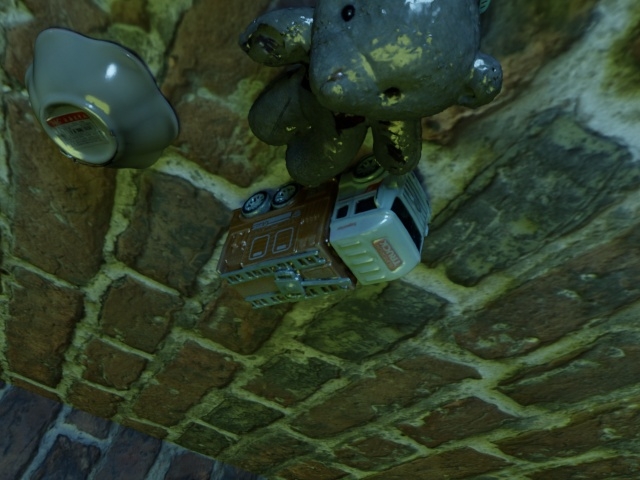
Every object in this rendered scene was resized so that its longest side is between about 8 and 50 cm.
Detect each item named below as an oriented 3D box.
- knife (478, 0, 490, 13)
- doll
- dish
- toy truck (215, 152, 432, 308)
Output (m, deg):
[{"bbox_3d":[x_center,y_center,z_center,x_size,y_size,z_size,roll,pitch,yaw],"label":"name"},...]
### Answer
[{"bbox_3d":[0.172,-0.265,0.468,0.014,0.005,0.091,12,140,2],"label":"knife"},{"bbox_3d":[0.024,-0.157,0.519,0.246,0.158,0.340,46,135,-14],"label":"doll"},{"bbox_3d":[-0.322,-0.169,0.671,0.229,0.081,0.230,9,139,8],"label":"dish"},{"bbox_3d":[0.000,0.000,0.700,0.305,0.162,0.136,-15,131,30],"label":"toy truck"}]
